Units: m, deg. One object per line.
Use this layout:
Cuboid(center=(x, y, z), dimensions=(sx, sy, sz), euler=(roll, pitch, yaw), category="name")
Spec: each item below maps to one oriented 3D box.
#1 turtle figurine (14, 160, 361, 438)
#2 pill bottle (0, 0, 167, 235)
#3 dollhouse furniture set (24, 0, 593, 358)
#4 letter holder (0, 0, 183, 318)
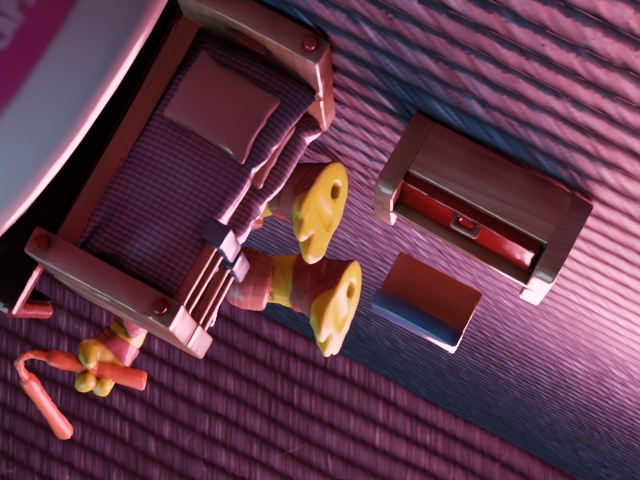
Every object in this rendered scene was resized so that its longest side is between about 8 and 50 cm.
Cuboid(center=(-0.088, 0.005, 0.980), dimensions=(0.217, 0.269, 0.087), euler=(9, -153, 22), category="turtle figurine")
Cuboid(center=(-0.168, -0.118, 0.338), dimensions=(0.283, 0.160, 0.160), euler=(30, 173, -24), category="pill bottle")
Cuboid(center=(0.000, 0.000, 0.711), dimensions=(0.184, 0.129, 0.129), euler=(28, 173, 6), category="dollhouse furniture set")
Cuboid(center=(-0.224, -0.096, 0.810), dimensions=(0.302, 0.152, 0.214), euler=(28, 175, 1), category="letter holder")
